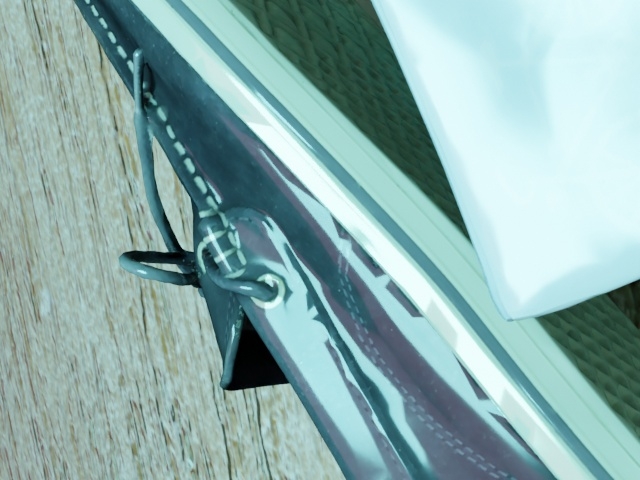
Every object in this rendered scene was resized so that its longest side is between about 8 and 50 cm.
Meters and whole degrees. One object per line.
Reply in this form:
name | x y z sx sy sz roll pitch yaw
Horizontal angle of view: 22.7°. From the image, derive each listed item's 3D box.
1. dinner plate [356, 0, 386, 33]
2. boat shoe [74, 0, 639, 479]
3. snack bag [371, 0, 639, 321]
dinner plate | 0.036 -0.115 0.876 0.141 0.017 0.141 161 90 -83
boat shoe | 0.000 0.000 0.762 0.156 0.187 0.500 -45 73 22
snack bag | 0.153 -0.162 0.569 0.343 0.037 0.323 -26 85 22
